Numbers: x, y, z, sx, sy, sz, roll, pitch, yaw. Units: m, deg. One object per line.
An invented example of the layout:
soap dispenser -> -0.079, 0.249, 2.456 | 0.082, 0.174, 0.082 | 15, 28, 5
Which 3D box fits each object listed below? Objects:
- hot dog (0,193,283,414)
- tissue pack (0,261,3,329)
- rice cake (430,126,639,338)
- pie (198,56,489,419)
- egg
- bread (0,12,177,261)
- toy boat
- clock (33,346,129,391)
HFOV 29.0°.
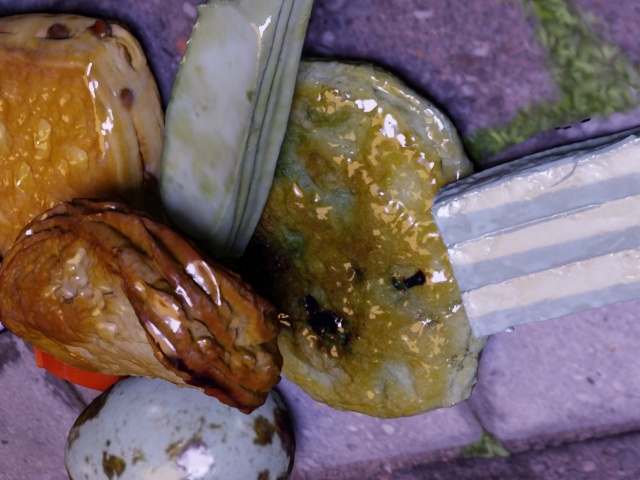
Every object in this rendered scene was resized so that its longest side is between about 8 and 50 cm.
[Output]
hot dog -> -0.137, 0.044, 0.933 | 0.259, 0.114, 0.175 | 7, 154, 47
tissue pack -> -0.450, -0.002, 1.157 | 0.338, 0.160, 0.242 | 9, 138, 58
rice cake -> 0.182, -0.009, 0.803 | 0.211, 0.038, 0.124 | -11, 114, 26
pie -> 0.000, 0.000, 0.959 | 0.323, 0.070, 0.323 | 21, 131, 27
egg -> -0.132, 0.192, 1.130 | 0.231, 0.169, 0.169 | -10, 116, 27
bread -> -0.215, -0.078, 1.047 | 0.210, 0.099, 0.235 | 7, 120, 31
toy boat -> -0.065, -0.094, 0.864 | 0.093, 0.055, 0.293 | 37, 136, 18
clock -> -0.230, 0.062, 1.195 | 0.113, 0.061, 0.155 | 15, 127, 29
